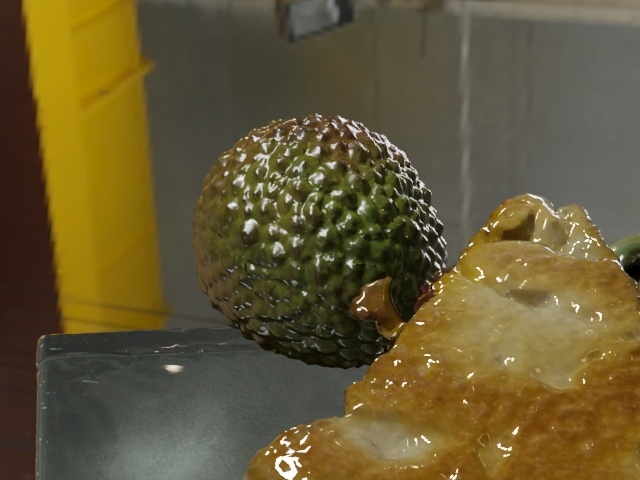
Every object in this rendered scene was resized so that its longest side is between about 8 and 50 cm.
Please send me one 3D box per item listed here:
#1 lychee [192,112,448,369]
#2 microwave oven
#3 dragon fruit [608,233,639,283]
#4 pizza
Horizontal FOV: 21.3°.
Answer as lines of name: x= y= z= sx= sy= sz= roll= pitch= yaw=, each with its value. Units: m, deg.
lychee: x=0.000 y=0.000 z=0.767 sx=0.114 sy=0.146 sz=0.114 roll=-13 pitch=-54 yaw=-19
microwave oven: x=-0.041 y=0.314 z=0.999 sx=0.374 sy=0.236 sz=0.432 roll=-100 pitch=10 yaw=-53
dragon fruit: x=0.160 y=0.156 z=0.644 sx=0.218 sy=0.198 sz=0.272 roll=-31 pitch=-45 yaw=-51
pizza: x=0.063 y=0.057 z=0.562 sx=0.194 sy=0.154 sz=0.069 roll=-76 pitch=-15 yaw=-52
